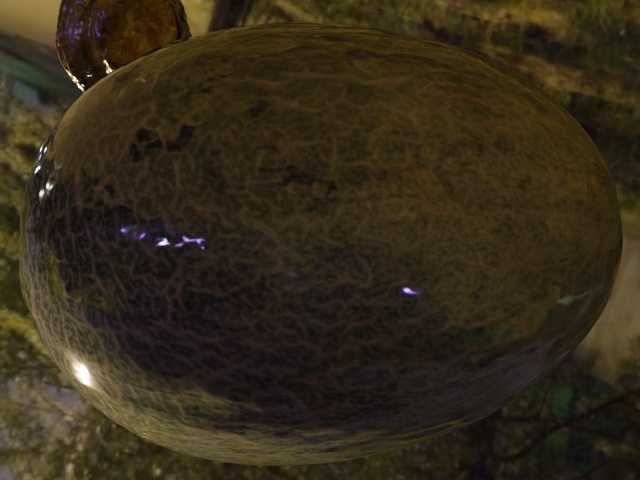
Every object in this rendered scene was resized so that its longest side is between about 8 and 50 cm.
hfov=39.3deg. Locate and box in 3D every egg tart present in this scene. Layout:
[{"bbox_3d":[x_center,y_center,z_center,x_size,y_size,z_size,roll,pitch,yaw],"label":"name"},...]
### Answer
[{"bbox_3d":[-0.161,-0.178,0.766,0.130,0.130,0.052,15,-177,-36],"label":"egg tart"}]

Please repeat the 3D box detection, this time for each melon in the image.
[{"bbox_3d":[0.000,0.000,0.503,0.330,0.248,0.248,-2,-176,-6],"label":"melon"}]
